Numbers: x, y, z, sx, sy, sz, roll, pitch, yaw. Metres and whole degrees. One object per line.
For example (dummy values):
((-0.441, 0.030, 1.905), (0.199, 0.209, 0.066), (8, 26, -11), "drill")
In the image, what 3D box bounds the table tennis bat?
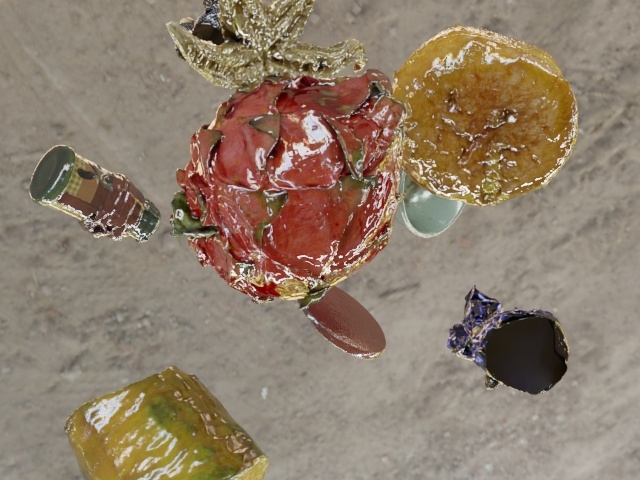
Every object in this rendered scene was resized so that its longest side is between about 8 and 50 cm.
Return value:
((0.010, 0.135, 2.007), (0.310, 0.200, 0.038), (32, 113, -15), "table tennis bat")

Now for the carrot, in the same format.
((-0.202, 0.362, 1.472), (0.241, 0.341, 0.241), (-37, 159, -17), "carrot")

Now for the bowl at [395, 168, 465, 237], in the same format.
((0.212, -0.161, 2.189), (0.289, 0.146, 0.289), (-23, 122, -44), "bowl")

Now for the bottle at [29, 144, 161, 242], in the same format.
((-0.454, -0.087, 2.042), (0.143, 0.156, 0.271), (-12, 149, 44), "bottle")

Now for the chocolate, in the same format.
((0.255, 0.152, 1.512), (0.126, 0.343, 0.148), (-1, 93, -10), "chocolate")

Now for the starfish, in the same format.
((-0.059, -0.231, 1.254), (0.375, 0.094, 0.327), (-20, 122, -46), "starfish")

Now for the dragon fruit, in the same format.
((-0.024, -0.064, 1.097), (0.299, 0.244, 0.244), (-45, 137, 17), "dragon fruit")

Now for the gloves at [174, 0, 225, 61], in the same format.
((-0.200, -0.405, 1.768), (0.106, 0.181, 0.129), (9, 142, -4), "gloves")

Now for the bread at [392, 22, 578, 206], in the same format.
((0.259, -0.200, 1.599), (0.312, 0.172, 0.312), (7, 124, 11), "bread")
